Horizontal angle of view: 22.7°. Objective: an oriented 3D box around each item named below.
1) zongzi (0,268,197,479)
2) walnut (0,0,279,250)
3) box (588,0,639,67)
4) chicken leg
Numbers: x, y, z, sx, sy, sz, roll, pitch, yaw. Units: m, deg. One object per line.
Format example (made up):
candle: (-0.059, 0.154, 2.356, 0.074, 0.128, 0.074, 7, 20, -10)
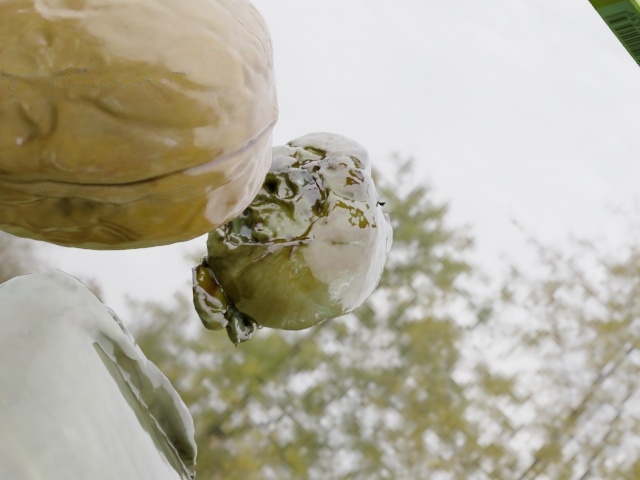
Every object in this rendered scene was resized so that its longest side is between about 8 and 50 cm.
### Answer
zongzi: (-0.113, 0.239, 0.454, 0.393, 0.174, 0.356, -32, -94, 42)
walnut: (-0.120, -0.075, 0.864, 0.197, 0.165, 0.165, 3, -28, 16)
box: (0.247, -0.297, 1.367, 0.047, 0.187, 0.335, -12, -46, 42)
chicken leg: (0.000, 0.000, 1.519, 0.152, 0.201, 0.429, 12, 2, 10)
